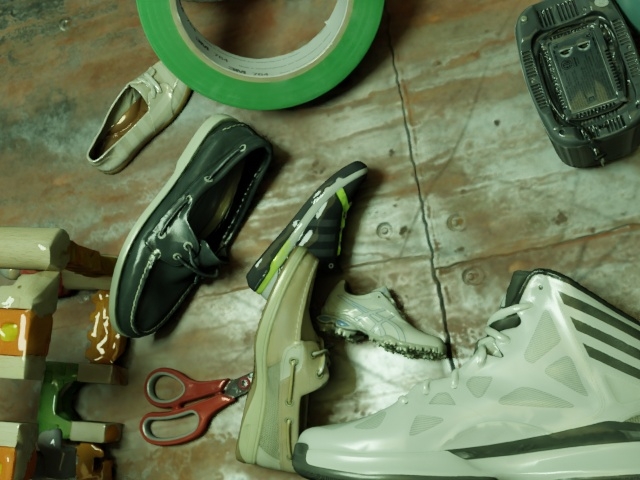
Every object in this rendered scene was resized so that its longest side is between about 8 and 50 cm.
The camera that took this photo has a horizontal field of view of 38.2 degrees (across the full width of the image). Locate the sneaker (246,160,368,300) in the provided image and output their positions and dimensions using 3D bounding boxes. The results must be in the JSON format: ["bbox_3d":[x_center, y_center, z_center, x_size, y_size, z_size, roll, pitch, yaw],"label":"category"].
[{"bbox_3d":[0.000,0.000,1.246,0.097,0.084,0.234,40,95,-3],"label":"sneaker"}]

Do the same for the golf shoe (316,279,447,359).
[{"bbox_3d":[0.085,0.100,1.193,0.176,0.069,0.086,15,76,18],"label":"golf shoe"}]

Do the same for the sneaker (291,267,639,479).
[{"bbox_3d":[0.187,0.172,1.110,0.448,0.169,0.257,-4,71,9],"label":"sneaker"}]

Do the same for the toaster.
[{"bbox_3d":[0.323,-0.183,1.124,0.129,0.146,0.226,-20,73,15],"label":"toaster"}]

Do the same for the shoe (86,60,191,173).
[{"bbox_3d":[-0.267,-0.190,1.369,0.076,0.058,0.219,40,93,21],"label":"shoe"}]

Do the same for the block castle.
[{"bbox_3d":[-0.410,0.207,1.211,0.213,0.303,0.452,2,80,12],"label":"block castle"}]

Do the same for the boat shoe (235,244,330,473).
[{"bbox_3d":[-0.032,0.155,1.177,0.098,0.109,0.302,14,104,8],"label":"boat shoe"}]

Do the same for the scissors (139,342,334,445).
[{"bbox_3d":[-0.115,0.212,1.262,0.297,0.021,0.108,-11,73,15],"label":"scissors"}]

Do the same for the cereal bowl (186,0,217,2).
[{"bbox_3d":[-0.149,-0.497,1.347,0.339,0.141,0.338,-3,79,17],"label":"cereal bowl"}]

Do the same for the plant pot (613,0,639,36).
[{"bbox_3d":[0.458,-0.342,1.046,0.293,0.235,0.292,-1,73,4],"label":"plant pot"}]

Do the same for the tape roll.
[{"bbox_3d":[-0.078,-0.333,1.212,0.321,0.321,0.077,-29,29,11],"label":"tape roll"}]

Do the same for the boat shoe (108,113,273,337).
[{"bbox_3d":[-0.167,-0.008,1.264,0.113,0.127,0.340,24,78,33],"label":"boat shoe"}]
